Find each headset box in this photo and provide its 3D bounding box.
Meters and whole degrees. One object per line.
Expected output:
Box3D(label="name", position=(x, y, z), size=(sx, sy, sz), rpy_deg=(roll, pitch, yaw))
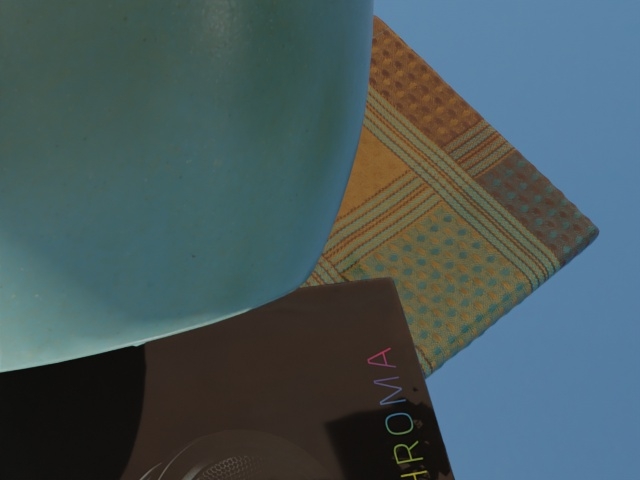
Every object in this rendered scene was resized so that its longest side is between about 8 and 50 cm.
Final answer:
Box3D(label="headset box", position=(-0.083, 0.162, 0.791), size=(0.283, 0.131, 0.246), rpy_deg=(-6, -112, -25))

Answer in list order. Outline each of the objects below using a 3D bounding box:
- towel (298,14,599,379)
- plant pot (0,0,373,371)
Box3D(label="towel", position=(0.000, 0.000, 1.342), size=(0.370, 0.040, 0.271), rpy_deg=(-35, -107, -31))
Box3D(label="plant pot", position=(-0.112, -0.082, 0.633), size=(0.293, 0.235, 0.293), rpy_deg=(-11, -174, 1))
